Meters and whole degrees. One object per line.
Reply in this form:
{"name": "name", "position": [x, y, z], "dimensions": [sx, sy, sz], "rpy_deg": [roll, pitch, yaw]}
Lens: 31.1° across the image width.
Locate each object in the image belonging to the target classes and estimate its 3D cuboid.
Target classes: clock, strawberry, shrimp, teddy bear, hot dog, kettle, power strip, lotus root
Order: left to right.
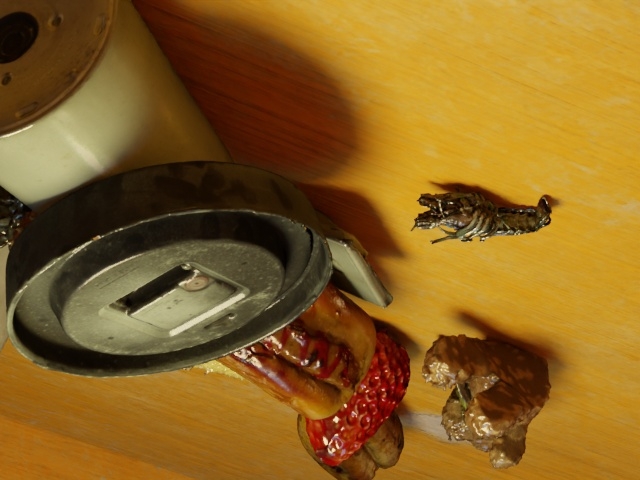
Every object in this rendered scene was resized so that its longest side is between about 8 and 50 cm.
{"name": "kettle", "position": [-0.303, -0.150, 1.344], "dimensions": [0.361, 0.250, 0.376], "rpy_deg": [26, 165, 30]}
{"name": "clock", "position": [-0.176, 0.043, 1.340], "dimensions": [0.386, 0.076, 0.386], "rpy_deg": [-13, 152, -7]}
{"name": "hot dog", "position": [-0.097, 0.093, 1.645], "dimensions": [0.405, 0.185, 0.223], "rpy_deg": [32, 167, -4]}
{"name": "power strip", "position": [0.000, 0.000, 1.635], "dimensions": [0.213, 0.064, 0.198], "rpy_deg": [23, 163, 31]}
{"name": "strawberry", "position": [0.042, 0.260, 1.948], "dimensions": [0.205, 0.244, 0.205], "rpy_deg": [15, 154, 7]}
{"name": "lotus root", "position": [0.064, 0.375, 2.266], "dimensions": [0.193, 0.193, 0.291], "rpy_deg": [1, 148, 29]}
{"name": "teddy bear", "position": [0.248, 0.263, 1.876], "dimensions": [0.296, 0.246, 0.222], "rpy_deg": [-7, 145, -49]}
{"name": "shrimp", "position": [0.203, -0.022, 1.458], "dimensions": [0.174, 0.082, 0.076], "rpy_deg": [4, 149, 9]}

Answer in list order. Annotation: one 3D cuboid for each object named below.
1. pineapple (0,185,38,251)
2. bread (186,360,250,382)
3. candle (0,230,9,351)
{"name": "pineapple", "position": [-0.395, -0.027, 1.639], "dimensions": [0.364, 0.165, 0.165], "rpy_deg": [38, 177, 46]}
{"name": "bread", "position": [-0.200, 0.102, 1.844], "dimensions": [0.340, 0.179, 0.194], "rpy_deg": [14, 157, -3]}
{"name": "candle", "position": [-0.579, 0.084, 1.848], "dimensions": [0.221, 0.342, 0.221], "rpy_deg": [18, 156, 8]}
